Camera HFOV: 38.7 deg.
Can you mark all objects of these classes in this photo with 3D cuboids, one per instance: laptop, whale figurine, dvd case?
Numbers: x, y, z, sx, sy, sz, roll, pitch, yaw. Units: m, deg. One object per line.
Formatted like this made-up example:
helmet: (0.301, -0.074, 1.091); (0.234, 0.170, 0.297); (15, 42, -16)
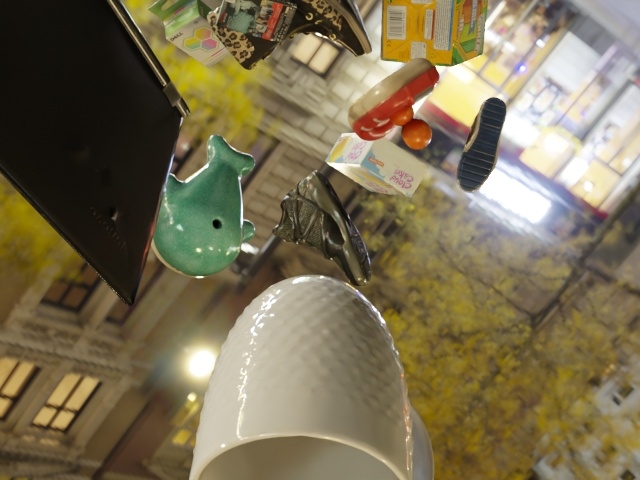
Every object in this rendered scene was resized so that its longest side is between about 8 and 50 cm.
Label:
laptop: (-0.325, -0.198, 0.945); (0.408, 0.236, 0.382); (29, 160, 35)
whale figurine: (-0.199, -0.066, 1.674); (0.216, 0.272, 0.141); (33, 159, -24)
dvd case: (-0.109, -0.381, 1.541); (0.119, 0.087, 0.013); (10, -125, -15)

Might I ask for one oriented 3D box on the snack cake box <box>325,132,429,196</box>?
snack cake box: (0.131, -0.184, 2.194); (0.152, 0.089, 0.264); (33, 176, -18)

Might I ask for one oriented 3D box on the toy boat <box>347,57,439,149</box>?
toy boat: (0.158, -0.242, 1.761); (0.151, 0.151, 0.231); (55, 159, -4)

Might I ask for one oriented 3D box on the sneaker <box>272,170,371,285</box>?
sneaker: (0.000, 0.000, 1.660); (0.227, 0.130, 0.087); (60, -164, 10)

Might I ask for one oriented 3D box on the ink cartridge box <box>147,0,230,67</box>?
ink cartridge box: (-0.299, -0.506, 2.177); (0.209, 0.109, 0.062); (31, -140, -49)

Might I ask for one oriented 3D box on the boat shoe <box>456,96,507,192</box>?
boat shoe: (0.301, -0.175, 1.704); (0.066, 0.183, 0.066); (22, 180, -1)

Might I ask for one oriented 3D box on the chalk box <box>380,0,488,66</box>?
chalk box: (0.274, -0.506, 2.072); (0.179, 0.180, 0.289); (11, -157, 25)

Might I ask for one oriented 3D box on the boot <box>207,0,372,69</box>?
boot: (-0.062, -0.502, 2.141); (0.377, 0.284, 0.138); (33, -148, -58)

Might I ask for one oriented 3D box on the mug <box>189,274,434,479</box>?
mug: (0.018, 0.241, 1.246); (0.374, 0.276, 0.328); (37, -147, -24)
